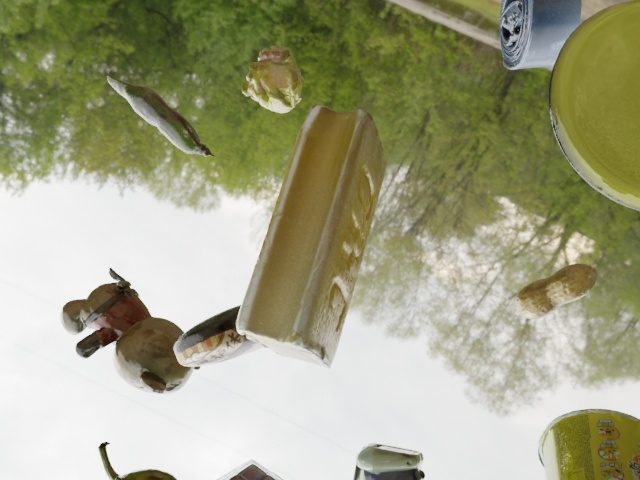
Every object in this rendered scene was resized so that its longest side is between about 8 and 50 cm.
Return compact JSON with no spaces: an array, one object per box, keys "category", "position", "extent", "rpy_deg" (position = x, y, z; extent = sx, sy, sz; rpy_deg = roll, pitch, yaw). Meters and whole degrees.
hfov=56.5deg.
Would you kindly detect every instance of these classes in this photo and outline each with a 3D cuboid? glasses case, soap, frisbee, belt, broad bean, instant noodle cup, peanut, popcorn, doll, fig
[{"category":"glasses case","position":[-0.122,0.152,1.041],"extent":[0.321,0.122,0.082],"rpy_deg":[-8,-107,-61]},{"category":"soap","position":[0.000,0.000,0.703],"extent":[0.089,0.274,0.173],"rpy_deg":[11,164,17]},{"category":"frisbee","position":[0.352,-0.142,0.610],"extent":[0.236,0.235,0.017],"rpy_deg":[25,171,4]},{"category":"belt","position":[0.310,-0.323,0.869],"extent":[0.082,0.141,0.190],"rpy_deg":[-1,-168,3]},{"category":"broad bean","position":[-0.384,-0.301,1.423],"extent":[0.339,0.077,0.061],"rpy_deg":[41,-119,13]},{"category":"instant noodle cup","position":[0.443,0.386,0.932],"extent":[0.205,0.204,0.153],"rpy_deg":[27,-149,9]},{"category":"peanut","position":[0.532,0.113,1.345],"extent":[0.089,0.193,0.089],"rpy_deg":[41,-149,-32]},{"category":"popcorn","position":[-0.070,-0.239,0.906],"extent":[0.089,0.096,0.109],"rpy_deg":[-29,-126,-16]},{"category":"doll","position":[-0.425,0.214,1.373],"extent":[0.330,0.174,0.235],"rpy_deg":[41,-166,8]},{"category":"fig","position":[-0.433,0.548,1.324],"extent":[0.259,0.151,0.151],"rpy_deg":[28,-164,18]}]

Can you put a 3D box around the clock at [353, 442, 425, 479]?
[{"category":"clock","position":[0.106,0.475,1.007],"extent":[0.147,0.243,0.199],"rpy_deg":[5,164,11]}]

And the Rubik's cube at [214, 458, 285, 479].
[{"category":"Rubik's cube","position":[-0.183,0.723,1.517],"extent":[0.264,0.318,0.319],"rpy_deg":[-4,-175,23]}]
